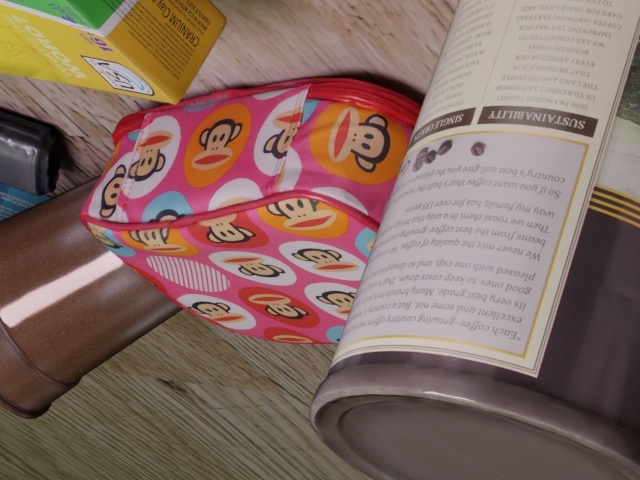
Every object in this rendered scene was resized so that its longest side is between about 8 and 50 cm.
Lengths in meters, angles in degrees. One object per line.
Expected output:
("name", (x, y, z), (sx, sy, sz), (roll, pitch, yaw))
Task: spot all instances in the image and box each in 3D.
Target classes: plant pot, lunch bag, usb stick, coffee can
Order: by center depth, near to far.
("coffee can", (0.131, 0.001, 0.918), (0.201, 0.275, 0.201), (17, 158, 7))
("lunch bag", (0.000, 0.000, 1.227), (0.293, 0.120, 0.258), (-4, 148, 44))
("usb stick", (-0.340, -0.103, 1.371), (0.278, 0.045, 0.077), (19, 154, 4))
("plant pot", (-0.199, 0.034, 1.372), (0.165, 0.167, 0.167), (-28, 140, 12))

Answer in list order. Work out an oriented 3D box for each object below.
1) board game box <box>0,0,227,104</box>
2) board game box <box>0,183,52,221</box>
("board game box", (-0.241, -0.189, 1.003), (0.316, 0.064, 0.242), (13, 159, 42))
("board game box", (-0.351, 0.024, 1.628), (0.254, 0.079, 0.336), (20, 157, 1))
